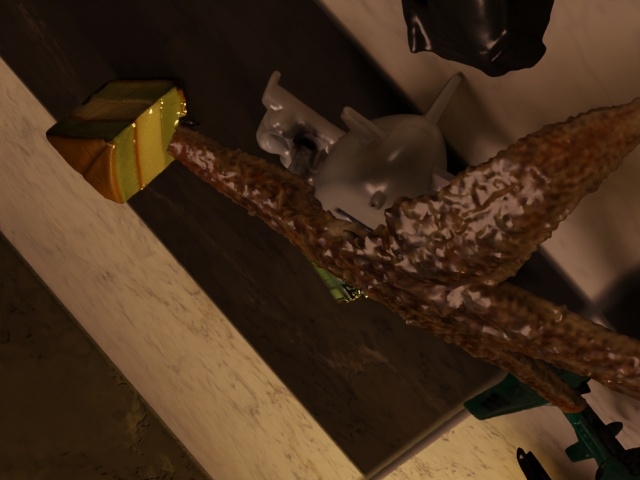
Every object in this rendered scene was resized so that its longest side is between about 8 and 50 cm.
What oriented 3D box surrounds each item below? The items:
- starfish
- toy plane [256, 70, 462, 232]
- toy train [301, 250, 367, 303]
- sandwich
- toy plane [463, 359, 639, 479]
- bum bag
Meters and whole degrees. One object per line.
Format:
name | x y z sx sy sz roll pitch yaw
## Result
starfish | 0.113 0.012 1.168 0.384 0.132 0.398 35 151 -19
toy plane | 0.056 -0.056 1.362 0.245 0.117 0.244 29 165 8
toy train | 0.000 0.000 1.729 0.148 0.038 0.071 54 162 -8
sandwich | -0.236 -0.144 1.885 0.144 0.117 0.187 43 162 14
toy plane | 0.257 0.205 1.335 0.381 0.155 0.106 57 173 47
bum bag | 0.094 -0.221 0.946 0.326 0.080 0.142 90 157 -47
